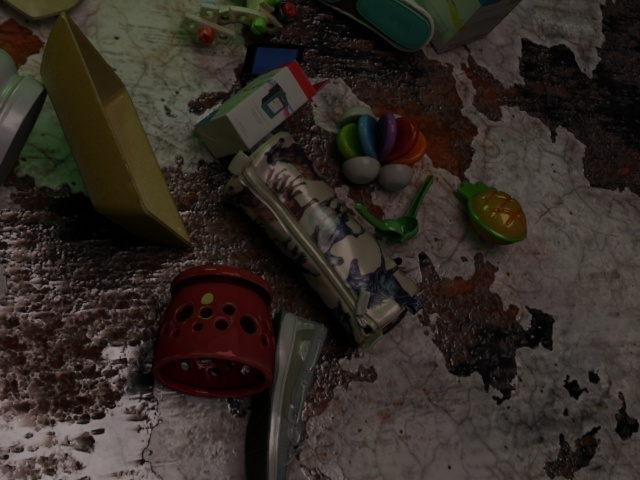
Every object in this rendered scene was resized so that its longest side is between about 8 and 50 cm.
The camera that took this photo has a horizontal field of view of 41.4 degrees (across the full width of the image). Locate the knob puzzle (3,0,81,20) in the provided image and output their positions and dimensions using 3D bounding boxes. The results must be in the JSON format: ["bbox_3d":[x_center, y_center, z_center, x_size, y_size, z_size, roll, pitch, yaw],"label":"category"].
[{"bbox_3d":[-0.510,-0.465,1.514,0.213,0.030,0.213,13,57,-21],"label":"knob puzzle"}]

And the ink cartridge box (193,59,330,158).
[{"bbox_3d":[-0.105,-0.252,1.557,0.231,0.134,0.078,-44,111,-28],"label":"ink cartridge box"}]

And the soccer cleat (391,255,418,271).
[{"bbox_3d":[0.159,0.044,1.648,0.083,0.035,0.029,1,69,-27],"label":"soccer cleat"}]

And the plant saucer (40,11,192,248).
[{"bbox_3d":[-0.330,-0.144,1.345,0.081,0.333,0.333,-25,80,-1],"label":"plant saucer"}]

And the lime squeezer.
[{"bbox_3d":[0.151,-0.044,1.630,0.059,0.110,0.310,26,25,26],"label":"lime squeezer"}]

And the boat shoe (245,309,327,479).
[{"bbox_3d":[-0.052,0.271,1.400,0.103,0.118,0.320,17,56,-16],"label":"boat shoe"}]

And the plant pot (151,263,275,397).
[{"bbox_3d":[-0.164,0.140,1.351,0.191,0.191,0.174,14,60,-22],"label":"plant pot"}]

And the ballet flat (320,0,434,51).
[{"bbox_3d":[0.075,-0.551,1.816,0.400,0.139,0.139,34,58,-16],"label":"ballet flat"}]

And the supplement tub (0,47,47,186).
[{"bbox_3d":[-0.601,-0.217,1.244,0.331,0.241,0.241,27,60,-15],"label":"supplement tub"}]

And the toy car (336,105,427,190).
[{"bbox_3d":[0.126,-0.195,1.671,0.182,0.136,0.159,9,66,-24],"label":"toy car"}]

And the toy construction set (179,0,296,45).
[{"bbox_3d":[-0.156,-0.516,1.653,0.215,0.151,0.328,29,64,-43],"label":"toy construction set"}]

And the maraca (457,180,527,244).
[{"bbox_3d":[0.358,-0.062,1.764,0.127,0.099,0.186,2,43,-32],"label":"maraca"}]

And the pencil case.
[{"bbox_3d":[0.000,0.000,1.500,0.160,0.183,0.410,-40,92,11],"label":"pencil case"}]

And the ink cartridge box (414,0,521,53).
[{"bbox_3d":[0.333,-0.562,1.876,0.171,0.232,0.168,-25,80,-33],"label":"ink cartridge box"}]

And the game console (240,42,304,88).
[{"bbox_3d":[-0.087,-0.320,1.653,0.122,0.071,0.107,-4,71,-28],"label":"game console"}]
